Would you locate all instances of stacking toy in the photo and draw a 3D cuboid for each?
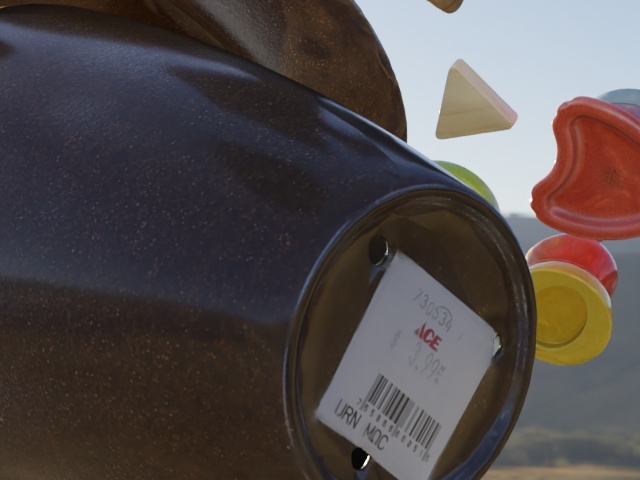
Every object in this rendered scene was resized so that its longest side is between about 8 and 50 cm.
[{"bbox_3d":[0.230,-0.055,1.451,0.280,0.309,0.130,29,39,9],"label":"stacking toy"}]

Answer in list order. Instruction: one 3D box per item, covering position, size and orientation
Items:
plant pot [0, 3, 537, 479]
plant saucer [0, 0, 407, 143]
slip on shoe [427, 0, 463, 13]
[{"bbox_3d":[-0.043,0.023,0.504,0.215,0.215,0.230,4,5,-41],"label":"plant pot"},{"bbox_3d":[-0.103,-0.090,0.755,0.311,0.050,0.310,22,-30,13],"label":"plant saucer"},{"bbox_3d":[0.086,-0.205,0.909,0.051,0.135,0.041,-22,-50,35],"label":"slip on shoe"}]
